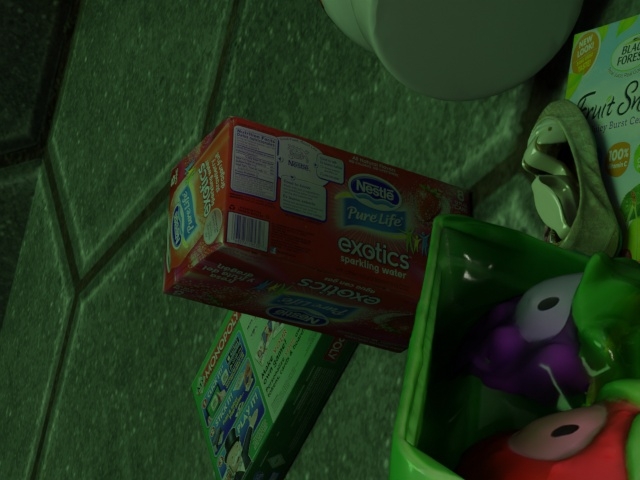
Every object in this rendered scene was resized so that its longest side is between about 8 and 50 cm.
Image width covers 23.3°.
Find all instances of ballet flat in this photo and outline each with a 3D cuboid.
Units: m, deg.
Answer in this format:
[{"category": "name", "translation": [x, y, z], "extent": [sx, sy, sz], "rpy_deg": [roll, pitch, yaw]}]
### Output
[{"category": "ballet flat", "translation": [0.174, -0.050, 1.123], "extent": [0.057, 0.052, 0.168], "rpy_deg": [-59, 28, 35]}]

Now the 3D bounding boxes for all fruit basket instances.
[{"category": "fruit basket", "translation": [0.191, 0.067, 0.838], "extent": [0.392, 0.283, 0.392], "rpy_deg": [20, -90, -90]}]

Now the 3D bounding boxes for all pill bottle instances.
[{"category": "pill bottle", "translation": [0.081, -0.298, 1.411], "extent": [0.224, 0.224, 0.392], "rpy_deg": [-63, 27, 25]}]

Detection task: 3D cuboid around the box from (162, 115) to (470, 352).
[{"category": "box", "translation": [0.000, 0.000, 1.382], "extent": [0.122, 0.257, 0.128], "rpy_deg": [-35, 46, 51]}]

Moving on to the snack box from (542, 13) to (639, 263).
[{"category": "snack box", "translation": [0.243, -0.061, 1.132], "extent": [0.174, 0.070, 0.207], "rpy_deg": [-10, 66, 64]}]

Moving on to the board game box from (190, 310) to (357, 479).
[{"category": "board game box", "translation": [-0.043, 0.109, 1.663], "extent": [0.317, 0.046, 0.213], "rpy_deg": [-62, 27, 27]}]
